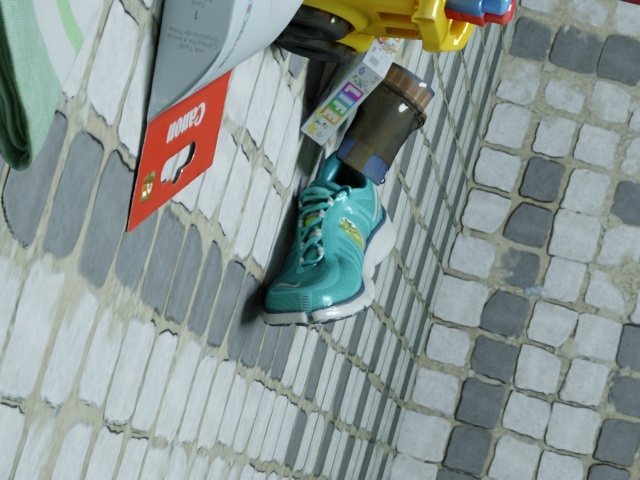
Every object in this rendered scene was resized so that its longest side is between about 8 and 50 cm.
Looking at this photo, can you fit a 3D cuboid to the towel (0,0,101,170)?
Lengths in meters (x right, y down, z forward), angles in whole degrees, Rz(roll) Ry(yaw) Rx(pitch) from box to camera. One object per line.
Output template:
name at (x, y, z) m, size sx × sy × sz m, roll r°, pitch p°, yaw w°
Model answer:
towel at (-0.105, -0.230, 0.918) m, size 0.248 × 0.038 × 0.325 m, roll 89°, pitch 18°, yaw -60°

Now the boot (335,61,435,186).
boot at (0.049, -0.107, 1.793) m, size 0.106 × 0.082 × 0.219 m, roll -55°, pitch 178°, yaw -6°

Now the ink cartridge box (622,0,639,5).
ink cartridge box at (0.077, -0.256, 0.888) m, size 0.131 × 0.306 × 0.226 m, roll 91°, pitch 18°, yaw -56°

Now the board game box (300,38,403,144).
board game box at (0.041, -0.168, 1.719) m, size 0.103 × 0.026 × 0.154 m, roll -45°, pitch -168°, yaw 39°

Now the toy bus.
toy bus at (0.071, -0.211, 1.428) m, size 0.220 × 0.211 × 0.150 m, roll 48°, pitch 56°, yaw -80°

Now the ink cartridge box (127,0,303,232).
ink cartridge box at (-0.061, -0.133, 1.255) m, size 0.189 × 0.066 × 0.232 m, roll -47°, pitch 147°, yaw -67°

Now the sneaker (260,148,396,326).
sneaker at (0.000, 0.000, 1.751) m, size 0.275 × 0.107 × 0.110 m, roll -67°, pitch 149°, yaw -61°
